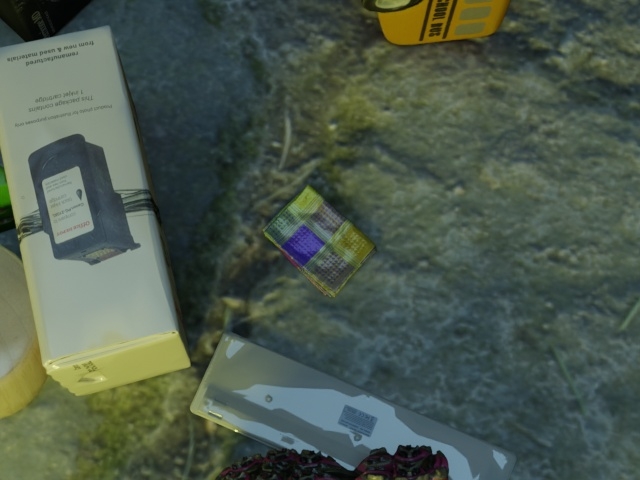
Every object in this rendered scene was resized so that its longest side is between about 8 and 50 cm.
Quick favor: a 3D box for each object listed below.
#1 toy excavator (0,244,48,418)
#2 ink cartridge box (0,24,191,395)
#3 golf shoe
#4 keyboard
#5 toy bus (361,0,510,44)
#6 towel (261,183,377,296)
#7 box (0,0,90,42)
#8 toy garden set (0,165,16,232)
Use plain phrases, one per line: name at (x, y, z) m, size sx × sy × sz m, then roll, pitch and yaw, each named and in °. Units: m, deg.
toy excavator at (-0.436, 0.197, 0.895) m, size 0.433 × 0.222 × 0.445 m, roll 5°, pitch 68°, yaw -1°
ink cartridge box at (-0.172, -0.015, 0.953) m, size 0.100 × 0.172 × 0.237 m, roll -13°, pitch 77°, yaw -5°
golf shoe at (0.007, 0.206, 0.958) m, size 0.186 × 0.067 × 0.086 m, roll -2°, pitch 108°, yaw 12°
keyboard at (0.026, 0.154, 1.001) m, size 0.256 × 0.014 × 0.072 m, roll 23°, pitch 72°, yaw 4°
toy bus at (0.092, -0.256, 0.933) m, size 0.130 × 0.332 × 0.108 m, roll -5°, pitch 77°, yaw -2°
towel at (0.000, 0.000, 1.036) m, size 0.083 × 0.009 × 0.060 m, roll 44°, pitch 80°, yaw 8°
box at (-0.219, -0.261, 1.020) m, size 0.093 × 0.156 × 0.158 m, roll 44°, pitch 80°, yaw 7°
toy garden set at (-0.355, -0.024, 0.935) m, size 0.244 × 0.204 × 0.049 m, roll -19°, pitch 77°, yaw -6°
